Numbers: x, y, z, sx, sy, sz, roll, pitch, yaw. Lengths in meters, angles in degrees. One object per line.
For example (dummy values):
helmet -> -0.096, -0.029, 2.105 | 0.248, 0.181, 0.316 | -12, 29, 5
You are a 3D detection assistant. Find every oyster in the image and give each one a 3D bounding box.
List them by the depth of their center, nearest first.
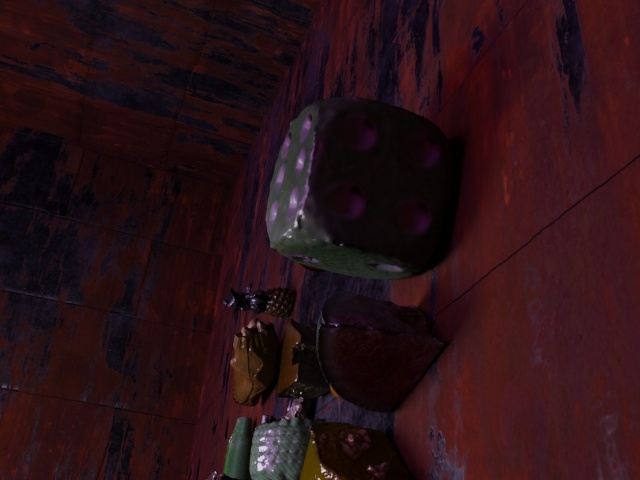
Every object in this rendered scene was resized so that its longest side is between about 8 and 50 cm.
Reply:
oyster -> -0.073, 0.502, 1.998 | 0.129, 0.079, 0.345 | 153, 137, -71

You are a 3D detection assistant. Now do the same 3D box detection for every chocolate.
chocolate -> -0.278, 0.745, 2.460 | 0.110, 0.110, 0.291 | 123, 159, -49

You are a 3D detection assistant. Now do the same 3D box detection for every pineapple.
pineapple -> -0.210, 0.207, 2.443 | 0.111, 0.237, 0.119 | -136, 56, -65

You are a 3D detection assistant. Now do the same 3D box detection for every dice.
dice -> 0.075, -0.102, 1.541 | 0.318, 0.330, 0.322 | 152, 129, -71

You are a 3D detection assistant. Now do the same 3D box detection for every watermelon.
watermelon -> 0.111, 0.212, 1.409 | 0.232, 0.310, 0.193 | -35, 22, 3

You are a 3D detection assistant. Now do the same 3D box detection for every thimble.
thimble -> -0.059, 0.500, 1.677 | 0.219, 0.219, 0.150 | 130, 148, -58

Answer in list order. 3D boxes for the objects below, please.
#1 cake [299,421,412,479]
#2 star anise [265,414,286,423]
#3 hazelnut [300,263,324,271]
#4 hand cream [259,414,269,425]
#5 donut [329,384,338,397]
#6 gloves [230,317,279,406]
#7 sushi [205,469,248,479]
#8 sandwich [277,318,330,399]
cake -> 0.056, 0.453, 1.389 | 0.260, 0.179, 0.156 | -137, 63, -72
star anise -> -0.130, 0.573, 2.174 | 0.124, 0.056, 0.129 | 44, 117, 44
hazelnut -> 0.000, 0.000, 2.058 | 0.204, 0.178, 0.177 | 158, 125, -65
hand cream -> -0.187, 0.673, 2.329 | 0.052, 0.038, 0.216 | 64, -150, -70
donut -> 0.058, 0.332, 1.747 | 0.108, 0.043, 0.097 | -108, 36, -61
gloves -> -0.220, 0.405, 2.446 | 0.203, 0.155, 0.356 | -85, 1, -54
sushi -> -0.296, 0.855, 2.233 | 0.236, 0.171, 0.270 | 22, 92, 58
sandwich -> -0.039, 0.302, 1.931 | 0.128, 0.122, 0.235 | -41, 38, 45
